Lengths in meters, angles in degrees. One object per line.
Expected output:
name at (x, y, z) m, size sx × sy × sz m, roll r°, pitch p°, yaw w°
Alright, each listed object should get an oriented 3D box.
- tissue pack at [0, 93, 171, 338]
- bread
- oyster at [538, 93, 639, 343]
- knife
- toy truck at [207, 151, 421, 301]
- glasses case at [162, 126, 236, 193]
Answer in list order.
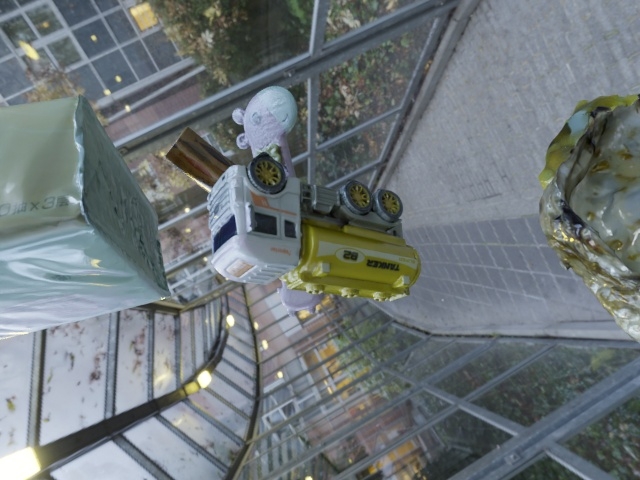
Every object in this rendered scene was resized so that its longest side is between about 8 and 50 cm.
tissue pack at (-0.450, 0.004, 0.543) m, size 0.332 × 0.403 × 0.206 m, roll 100°, pitch 157°, yaw -65°
bread at (0.539, -0.190, 0.837) m, size 0.161 × 0.088 × 0.233 m, roll -134°, pitch 61°, yaw -83°
oyster at (0.305, -0.033, 0.380) m, size 0.166 × 0.294 × 0.094 m, roll 28°, pitch 150°, yaw 27°
knife at (-0.065, -0.065, 0.715) m, size 0.038 × 0.132 × 0.400 m, roll -15°, pitch -88°, yaw -65°
toy truck at (0.000, 0.000, 0.427) m, size 0.098 × 0.226 × 0.114 m, roll -33°, pitch 53°, yaw 51°
glasses case at (-0.162, -0.097, 0.652) m, size 0.169 × 0.064 × 0.041 m, roll 38°, pitch -141°, yaw -25°
